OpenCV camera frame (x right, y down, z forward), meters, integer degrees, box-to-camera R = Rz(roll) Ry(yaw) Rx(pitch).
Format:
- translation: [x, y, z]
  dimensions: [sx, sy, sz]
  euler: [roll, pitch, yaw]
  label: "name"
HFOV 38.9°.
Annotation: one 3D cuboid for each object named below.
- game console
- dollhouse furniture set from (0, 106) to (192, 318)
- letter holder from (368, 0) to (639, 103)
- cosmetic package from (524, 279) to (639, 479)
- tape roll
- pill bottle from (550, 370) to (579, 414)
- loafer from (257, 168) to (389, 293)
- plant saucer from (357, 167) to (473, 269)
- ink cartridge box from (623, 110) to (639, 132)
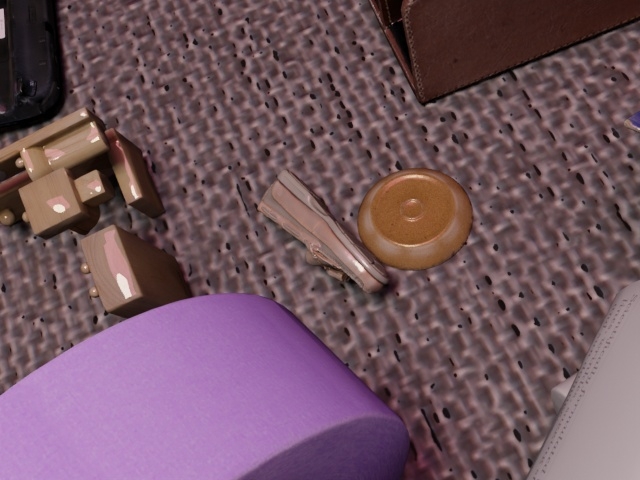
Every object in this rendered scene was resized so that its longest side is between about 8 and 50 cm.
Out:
- translation: [-0.315, -0.245, 0.833]
  dimensions: [0.213, 0.044, 0.361]
  euler: [-17, 61, 6]
  label: "game console"
- translation: [-0.179, 0.007, 0.632]
  dimensions: [0.123, 0.144, 0.151]
  euler: [-26, 75, 5]
  label: "dollhouse furniture set"
- translation: [0.171, -0.264, 0.633]
  dimensions: [0.302, 0.214, 0.152]
  euler: [-21, 61, 1]
  label: "letter holder"
- translation: [0.264, 0.185, 0.351]
  dimensions: [0.385, 0.156, 0.217]
  euler: [33, 74, 5]
  label: "cosmetic package"
- translation: [-0.083, 0.159, 0.441]
  dimensions: [0.275, 0.275, 0.090]
  euler: [-44, 63, -11]
  label: "tape roll"
- translation: [0.234, 0.068, 0.511]
  dimensions: [0.193, 0.108, 0.108]
  euler: [-31, 61, -4]
  label: "pill bottle"
- translation: [0.000, 0.000, 0.641]
  dimensions: [0.039, 0.045, 0.125]
  euler: [-46, 55, 7]
  label: "loafer"
- translation: [0.066, -0.019, 0.646]
  dimensions: [0.083, 0.015, 0.083]
  euler: [-5, 62, 11]
  label: "plant saucer"
- translation: [0.315, -0.057, 0.517]
  dimensions: [0.223, 0.045, 0.224]
  euler: [33, 33, 25]
  label: "ink cartridge box"
